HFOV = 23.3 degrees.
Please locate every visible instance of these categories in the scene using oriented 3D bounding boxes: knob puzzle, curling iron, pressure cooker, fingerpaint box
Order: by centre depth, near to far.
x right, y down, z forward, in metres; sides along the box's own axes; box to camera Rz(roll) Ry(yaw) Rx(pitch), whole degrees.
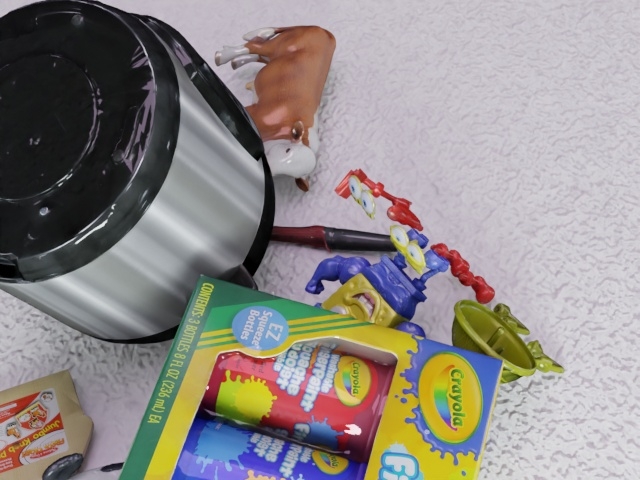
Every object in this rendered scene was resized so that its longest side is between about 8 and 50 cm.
[{"bbox_3d":[-0.028,0.292,1.693,0.371,0.163,0.445,16,52,5],"label":"fingerpaint box"},{"bbox_3d":[-0.372,0.265,1.929,0.213,0.030,0.213,-5,48,6],"label":"knob puzzle"},{"bbox_3d":[-0.264,-0.068,1.955,0.375,0.420,0.370,-6,68,22],"label":"pressure cooker"},{"bbox_3d":[0.000,0.000,2.084,0.274,0.035,0.068,7,13,12],"label":"curling iron"}]

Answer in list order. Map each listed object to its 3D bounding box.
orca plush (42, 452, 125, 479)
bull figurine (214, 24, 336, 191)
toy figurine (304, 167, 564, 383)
[{"bbox_3d":[-0.269,0.295,1.838,0.287,0.151,0.102,-40,22,-20],"label":"orca plush"},{"bbox_3d":[-0.072,-0.192,2.230,0.188,0.101,0.310,3,50,16],"label":"bull figurine"},{"bbox_3d":[0.098,0.110,1.939,0.217,0.191,0.362,-47,62,12],"label":"toy figurine"}]
